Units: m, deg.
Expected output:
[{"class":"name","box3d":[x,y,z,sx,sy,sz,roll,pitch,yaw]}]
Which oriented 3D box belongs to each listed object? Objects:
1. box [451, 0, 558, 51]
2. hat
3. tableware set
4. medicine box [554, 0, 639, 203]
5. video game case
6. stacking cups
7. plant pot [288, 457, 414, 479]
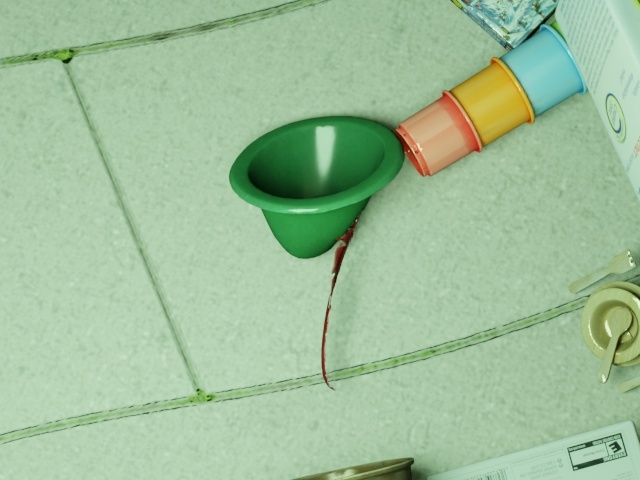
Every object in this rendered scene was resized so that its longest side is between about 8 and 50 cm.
[{"class":"box","box3d":[0.215,-0.276,1.748,0.094,0.027,0.137,43,82,8]},{"class":"hat","box3d":[0.000,0.000,1.694,0.173,0.183,0.208,18,42,35]},{"class":"tableware set","box3d":[0.331,0.061,1.613,0.194,0.039,0.128,-33,75,33]},{"class":"medicine box","box3d":[0.399,-0.167,1.541,0.263,0.149,0.289,-17,68,-8]},{"class":"video game case","box3d":[0.223,0.291,1.585,0.212,0.023,0.193,-17,64,10]},{"class":"stacking cups","box3d":[0.228,-0.165,1.694,0.316,0.096,0.096,-34,79,-4]},{"class":"plant pot","box3d":[0.024,0.303,1.568,0.167,0.167,0.165,-12,86,-1]}]
